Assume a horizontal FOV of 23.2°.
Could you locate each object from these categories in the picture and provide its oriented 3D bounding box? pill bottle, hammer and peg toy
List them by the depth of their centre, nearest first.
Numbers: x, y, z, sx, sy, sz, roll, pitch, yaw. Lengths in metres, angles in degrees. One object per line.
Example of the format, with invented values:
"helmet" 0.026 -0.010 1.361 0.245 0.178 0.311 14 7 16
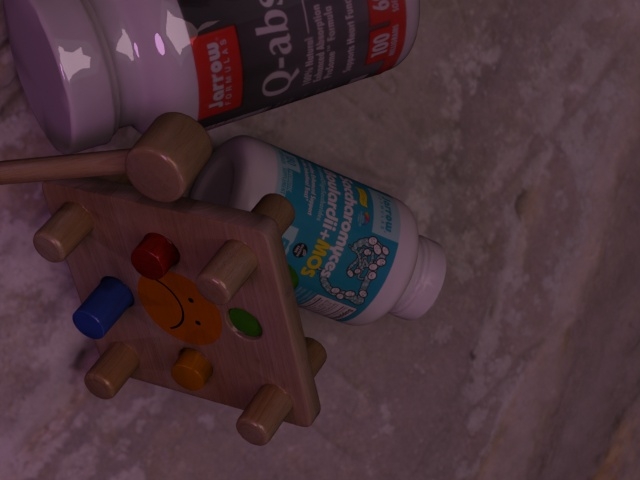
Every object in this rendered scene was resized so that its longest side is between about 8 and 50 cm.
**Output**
"hammer and peg toy" -0.144 0.013 1.457 0.127 0.266 0.361 -53 143 -39
"pill bottle" -0.105 -0.217 1.510 0.363 0.210 0.210 -21 106 -21
"pill bottle" 0.000 0.000 1.626 0.264 0.146 0.146 21 88 -27
